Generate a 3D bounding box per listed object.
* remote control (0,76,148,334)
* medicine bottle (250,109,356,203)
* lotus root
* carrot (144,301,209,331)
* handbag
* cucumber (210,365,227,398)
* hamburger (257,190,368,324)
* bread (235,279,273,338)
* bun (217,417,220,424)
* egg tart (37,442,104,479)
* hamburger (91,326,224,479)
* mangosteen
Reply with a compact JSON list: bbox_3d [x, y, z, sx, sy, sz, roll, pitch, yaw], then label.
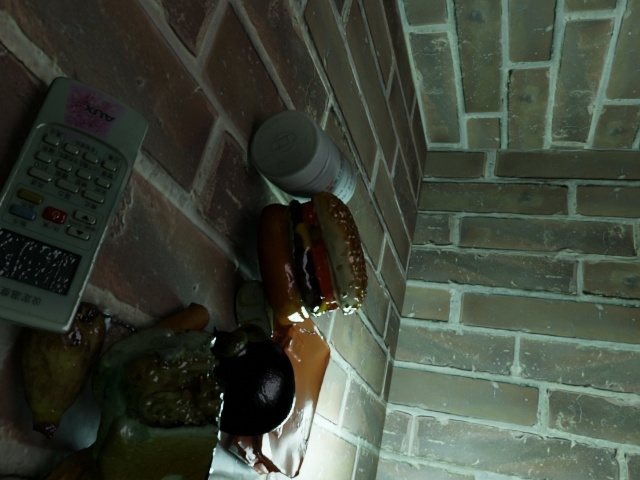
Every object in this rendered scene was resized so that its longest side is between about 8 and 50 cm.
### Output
[{"bbox_3d":[-0.353,-0.055,0.720,0.145,0.050,0.343,24,66,-29],"label":"remote control"},{"bbox_3d":[-0.036,-0.202,1.422,0.332,0.190,0.189,29,67,-68],"label":"medicine bottle"},{"bbox_3d":[-0.373,0.176,0.751,0.108,0.095,0.190,20,82,-47],"label":"lotus root"},{"bbox_3d":[-0.288,0.178,0.999,0.225,0.067,0.067,-35,126,-67],"label":"carrot"},{"bbox_3d":[-0.103,0.423,1.473,0.303,0.116,0.410,64,35,-48],"label":"handbag"},{"bbox_3d":[-0.232,0.251,0.952,0.115,0.062,0.116,43,40,-22],"label":"cucumber"},{"bbox_3d":[-0.014,0.042,1.350,0.330,0.250,0.329,-9,90,-85],"label":"hamburger"},{"bbox_3d":[-0.158,0.160,1.317,0.094,0.083,0.157,-71,153,-53],"label":"bread"},{"bbox_3d":[-0.271,0.340,0.988,0.164,0.111,0.188,6,64,-53],"label":"bun"},{"bbox_3d":[-0.350,0.459,0.828,0.288,0.119,0.288,4,90,-73],"label":"egg tart"},{"bbox_3d":[-0.249,0.263,0.795,0.167,0.193,0.288,-101,-154,-52],"label":"hamburger"},{"bbox_3d":[-0.169,0.297,1.148,0.243,0.243,0.242,4,90,-69],"label":"mangosteen"}]
